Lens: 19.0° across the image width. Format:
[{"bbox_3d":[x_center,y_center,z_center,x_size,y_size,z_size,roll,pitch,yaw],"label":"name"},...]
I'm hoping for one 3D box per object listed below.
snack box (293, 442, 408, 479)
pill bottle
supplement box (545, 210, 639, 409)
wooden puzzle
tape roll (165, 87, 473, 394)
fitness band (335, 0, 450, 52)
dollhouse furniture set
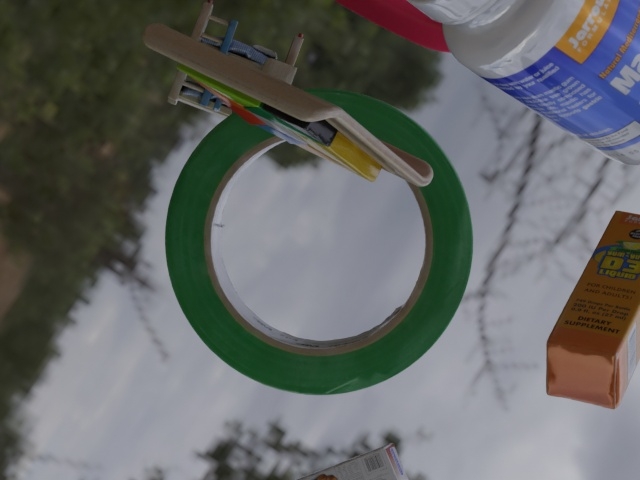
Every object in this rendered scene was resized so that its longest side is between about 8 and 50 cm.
[{"bbox_3d":[0.006,0.243,1.752,0.178,0.064,0.022,-25,176,34],"label":"snack box"},{"bbox_3d":[0.198,-0.182,1.575,0.152,0.272,0.152,-32,-136,37],"label":"pill bottle"},{"bbox_3d":[0.299,0.066,1.936,0.233,0.078,0.080,-54,147,-48],"label":"supplement box"},{"bbox_3d":[-0.030,-0.118,1.779,0.239,0.221,0.044,25,92,-59],"label":"wooden puzzle"},{"bbox_3d":[0.000,0.000,2.007,0.321,0.321,0.077,-55,179,5],"label":"tape roll"},{"bbox_3d":[0.082,-0.296,1.775,0.054,0.291,0.209,-35,148,-45],"label":"fitness band"},{"bbox_3d":[-0.096,-0.207,2.233,0.184,0.129,0.129,171,-61,-85],"label":"dollhouse furniture set"}]
